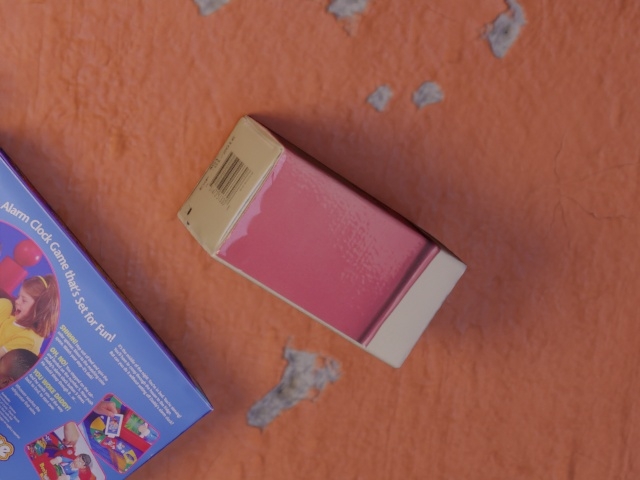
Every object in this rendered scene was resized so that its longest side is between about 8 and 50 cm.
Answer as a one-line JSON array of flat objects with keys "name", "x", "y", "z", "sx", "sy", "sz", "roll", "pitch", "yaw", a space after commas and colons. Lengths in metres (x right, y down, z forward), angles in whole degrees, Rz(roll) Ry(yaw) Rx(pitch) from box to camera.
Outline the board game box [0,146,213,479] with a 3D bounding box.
[{"name": "board game box", "x": -0.300, "y": 0.102, "z": 1.892, "sx": 0.233, "sy": 0.078, "sz": 0.347, "roll": -38, "pitch": 114, "yaw": -3}]

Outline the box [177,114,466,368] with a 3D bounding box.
[{"name": "box", "x": 0.000, "y": 0.000, "z": 1.916, "sx": 0.232, "sy": 0.148, "sz": 0.127, "roll": 32, "pitch": 95, "yaw": -24}]
